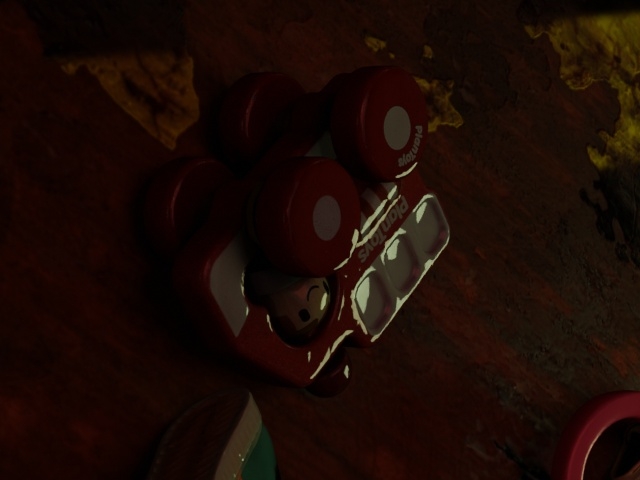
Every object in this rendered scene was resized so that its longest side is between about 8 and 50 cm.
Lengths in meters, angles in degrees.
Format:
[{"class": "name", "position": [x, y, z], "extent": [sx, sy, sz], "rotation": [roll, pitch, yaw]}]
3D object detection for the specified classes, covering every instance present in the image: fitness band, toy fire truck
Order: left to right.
[{"class": "toy fire truck", "position": [0.000, 0.000, 1.376], "extent": [0.302, 0.169, 0.254], "rotation": [-53, 129, -35]}, {"class": "fitness band", "position": [0.324, 0.294, 1.571], "extent": [0.209, 0.054, 0.291], "rotation": [-23, 97, -28]}]

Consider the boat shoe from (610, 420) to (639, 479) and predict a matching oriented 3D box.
[{"class": "boat shoe", "position": [0.344, 0.212, 1.647], "extent": [0.045, 0.050, 0.135], "rotation": [47, 53, -25]}]

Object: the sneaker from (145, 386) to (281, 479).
[{"class": "sneaker", "position": [-0.093, 0.243, 1.211], "extent": [0.121, 0.108, 0.302], "rotation": [61, 30, -20]}]
